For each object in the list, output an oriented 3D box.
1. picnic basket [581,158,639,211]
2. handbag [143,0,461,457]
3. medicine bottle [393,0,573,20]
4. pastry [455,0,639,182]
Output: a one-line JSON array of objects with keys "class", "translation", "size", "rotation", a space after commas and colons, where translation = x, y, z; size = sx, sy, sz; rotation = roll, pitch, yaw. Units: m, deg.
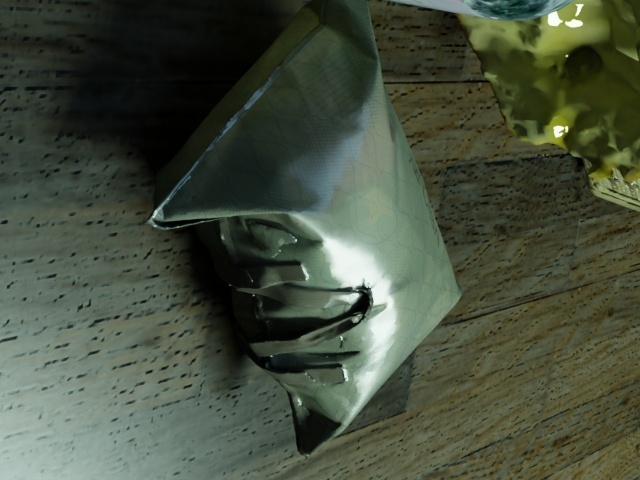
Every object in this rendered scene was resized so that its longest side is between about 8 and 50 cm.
[{"class": "picnic basket", "translation": [0.357, -0.150, 1.143], "size": [0.313, 0.228, 0.175], "rotation": [-52, 141, -20]}, {"class": "handbag", "translation": [0.000, 0.000, 0.810], "size": [0.182, 0.117, 0.270], "rotation": [-47, 141, -22]}, {"class": "medicine bottle", "translation": [0.036, -0.174, 0.612], "size": [0.141, 0.293, 0.141], "rotation": [-28, 126, -47]}, {"class": "pastry", "translation": [0.229, -0.233, 0.863], "size": [0.337, 0.292, 0.405], "rotation": [-51, 142, -10]}]
